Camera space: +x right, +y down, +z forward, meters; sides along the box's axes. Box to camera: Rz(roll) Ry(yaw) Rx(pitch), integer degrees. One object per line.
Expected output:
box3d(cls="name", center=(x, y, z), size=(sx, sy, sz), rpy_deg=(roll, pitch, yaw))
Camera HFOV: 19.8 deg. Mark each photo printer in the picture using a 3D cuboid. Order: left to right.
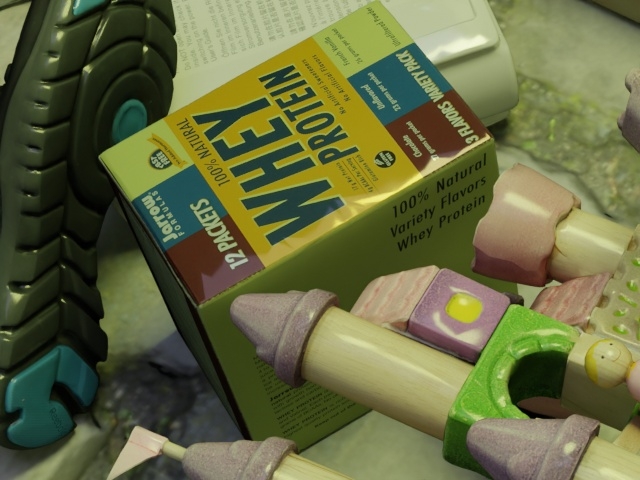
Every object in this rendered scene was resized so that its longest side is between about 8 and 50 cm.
box3d(cls="photo printer", center=(-0.042, -0.150, 1.311), size=(0.307, 0.107, 0.256), rpy_deg=(-19, 56, -1))

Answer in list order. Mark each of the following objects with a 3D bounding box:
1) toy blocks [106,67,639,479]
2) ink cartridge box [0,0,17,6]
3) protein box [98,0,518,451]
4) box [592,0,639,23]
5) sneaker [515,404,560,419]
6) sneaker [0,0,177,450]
box3d(cls="toy blocks", center=(0.074, 0.058, 0.934), size=(0.260, 0.309, 0.288), rpy_deg=(23, 54, 16))
box3d(cls="ink cartridge box", center=(-0.231, -0.326, 1.505), size=(0.385, 0.091, 0.308), rpy_deg=(-2, 54, -11))
box3d(cls="protein box", center=(0.000, 0.000, 1.142), size=(0.200, 0.201, 0.136), rpy_deg=(-30, 56, -9))
box3d(cls="box", center=(0.284, -0.225, 1.282), size=(0.232, 0.127, 0.148), rpy_deg=(31, 67, 28))
box3d(cls="sneaker", center=(0.142, 0.146, 1.101), size=(0.052, 0.058, 0.135), rpy_deg=(-28, 56, -7))
box3d(cls="sneaker", center=(-0.196, -0.043, 1.188), size=(0.140, 0.125, 0.341), rpy_deg=(20, 96, 35))
